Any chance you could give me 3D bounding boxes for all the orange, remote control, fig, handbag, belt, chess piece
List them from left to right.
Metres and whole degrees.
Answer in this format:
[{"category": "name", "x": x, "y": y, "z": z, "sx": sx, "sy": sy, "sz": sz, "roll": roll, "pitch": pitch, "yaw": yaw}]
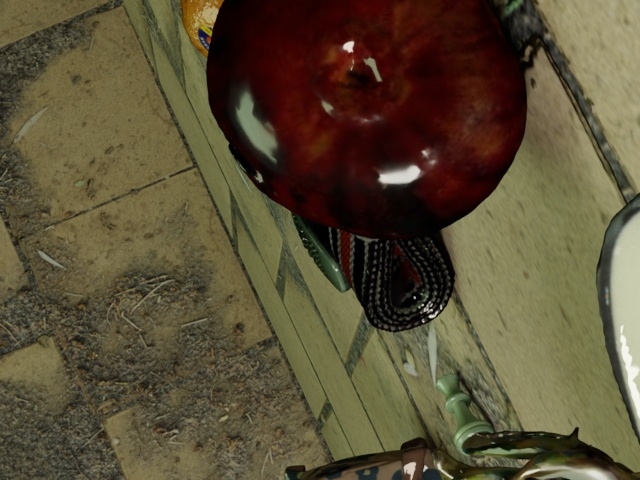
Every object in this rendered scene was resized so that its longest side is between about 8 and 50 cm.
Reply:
[{"category": "orange", "x": -0.079, "y": -0.236, "z": 1.282, "sx": 0.135, "sy": 0.118, "sz": 0.136, "roll": 20, "pitch": 148, "yaw": 13}, {"category": "remote control", "x": 0.000, "y": 0.000, "z": 1.697, "sx": 0.222, "sy": 0.042, "sz": 0.072, "roll": -125, "pitch": 14, "yaw": -59}, {"category": "belt", "x": 0.034, "y": -0.050, "z": 1.075, "sx": 0.094, "sy": 0.126, "sz": 0.360, "roll": 46, "pitch": 170, "yaw": 39}, {"category": "fig", "x": 0.029, "y": -0.094, "z": 0.821, "sx": 0.204, "sy": 0.186, "sz": 0.249, "roll": 47, "pitch": 178, "yaw": 3}, {"category": "handbag", "x": 0.066, "y": 0.368, "z": 1.632, "sx": 0.190, "sy": 0.251, "sz": 0.193, "roll": -155, "pitch": 50, "yaw": -89}, {"category": "chess piece", "x": 0.143, "y": 0.173, "z": 1.296, "sx": 0.042, "sy": 0.042, "sz": 0.093, "roll": 75, "pitch": 173, "yaw": -45}]

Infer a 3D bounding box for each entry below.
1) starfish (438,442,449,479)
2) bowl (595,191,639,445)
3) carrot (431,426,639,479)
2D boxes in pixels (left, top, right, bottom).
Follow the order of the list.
[{"category": "starfish", "x": 0.183, "y": 0.338, "z": 1.440, "sx": 0.208, "sy": 0.053, "sz": 0.176, "roll": -118, "pitch": 8, "yaw": -46}, {"category": "bowl", "x": 0.195, "y": 0.069, "z": 0.369, "sx": 0.238, "sy": 0.126, "sz": 0.238, "roll": 157, "pitch": 90, "yaw": -81}, {"category": "carrot", "x": 0.184, "y": 0.236, "z": 0.693, "sx": 0.193, "sy": 0.214, "sz": 0.331, "roll": 1, "pitch": 125, "yaw": 43}]
